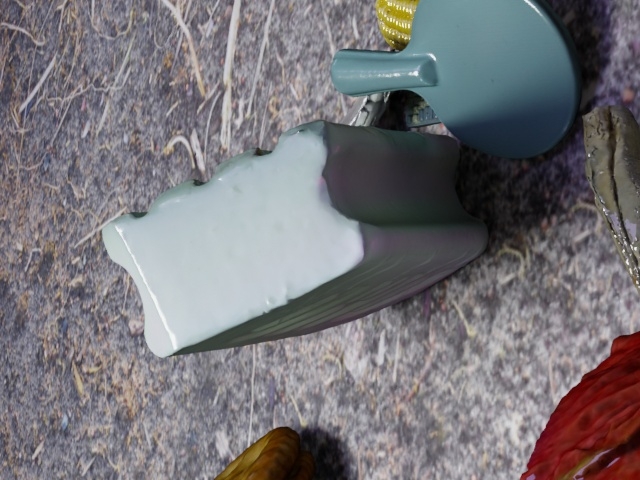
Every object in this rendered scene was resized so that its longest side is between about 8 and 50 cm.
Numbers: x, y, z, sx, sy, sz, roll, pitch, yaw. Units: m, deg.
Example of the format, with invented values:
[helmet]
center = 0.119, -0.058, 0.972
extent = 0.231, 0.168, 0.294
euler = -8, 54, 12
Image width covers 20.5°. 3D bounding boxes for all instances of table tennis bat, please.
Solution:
[table tennis bat]
center = 0.102, -0.134, 1.384
extent = 0.244, 0.040, 0.153
euler = 3, 117, 45

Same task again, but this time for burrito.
[burrito]
center = 0.230, 0.007, 1.200
extent = 0.058, 0.063, 0.229
euler = -30, 60, 12

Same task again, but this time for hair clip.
[hair clip]
center = 0.028, -0.109, 1.559
extent = 0.172, 0.049, 0.116
euler = -55, 11, 30

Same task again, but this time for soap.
[soap]
center = 0.000, 0.000, 1.390
extent = 0.208, 0.347, 0.115
euler = -24, 82, 21

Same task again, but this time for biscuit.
[biscuit]
center = -0.086, 0.270, 1.656
extent = 0.220, 0.066, 0.220
euler = -46, 6, 6

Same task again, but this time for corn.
[corn]
center = 0.108, -0.185, 1.438
extent = 0.165, 0.063, 0.085
euler = 19, 89, 54

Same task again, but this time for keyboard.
[keyboard]
center = 0.093, -0.187, 1.528
extent = 0.055, 0.014, 0.176
euler = -4, 84, 59

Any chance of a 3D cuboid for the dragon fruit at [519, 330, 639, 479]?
[dragon fruit]
center = 0.245, 0.170, 0.929
extent = 0.302, 0.330, 0.240
euler = -8, 102, 60
